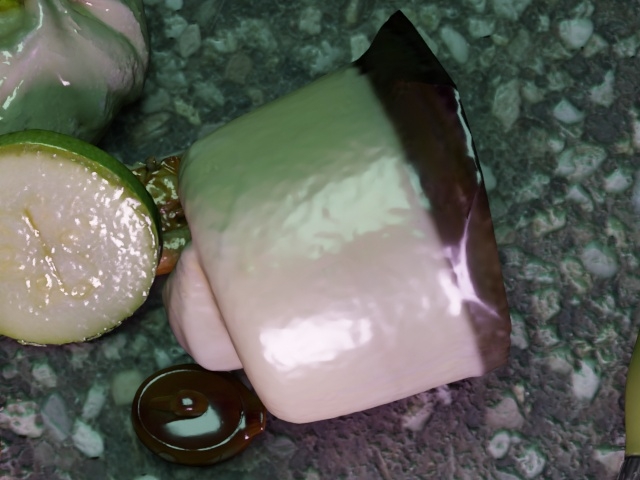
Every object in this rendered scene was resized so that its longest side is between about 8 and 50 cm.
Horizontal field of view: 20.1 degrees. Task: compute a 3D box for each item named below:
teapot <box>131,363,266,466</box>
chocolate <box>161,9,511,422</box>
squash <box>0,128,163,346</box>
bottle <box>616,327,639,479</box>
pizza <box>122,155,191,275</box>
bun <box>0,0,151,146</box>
[{"bbox_3d":[-0.114,0.160,1.690,0.129,0.078,0.098,7,68,4],"label":"teapot"},{"bbox_3d":[0.000,0.000,1.623,0.297,0.326,0.314,-13,27,-7],"label":"chocolate"},{"bbox_3d":[-0.260,0.001,1.700,0.219,0.219,0.041,-1,29,1],"label":"squash"},{"bbox_3d":[0.342,0.126,1.676,0.112,0.112,0.260,18,69,9],"label":"bottle"},{"bbox_3d":[-0.175,-0.026,1.782,0.271,0.056,0.134,-6,67,0],"label":"pizza"},{"bbox_3d":[-0.358,-0.206,1.776,0.365,0.219,0.365,-1,63,1],"label":"bun"}]
